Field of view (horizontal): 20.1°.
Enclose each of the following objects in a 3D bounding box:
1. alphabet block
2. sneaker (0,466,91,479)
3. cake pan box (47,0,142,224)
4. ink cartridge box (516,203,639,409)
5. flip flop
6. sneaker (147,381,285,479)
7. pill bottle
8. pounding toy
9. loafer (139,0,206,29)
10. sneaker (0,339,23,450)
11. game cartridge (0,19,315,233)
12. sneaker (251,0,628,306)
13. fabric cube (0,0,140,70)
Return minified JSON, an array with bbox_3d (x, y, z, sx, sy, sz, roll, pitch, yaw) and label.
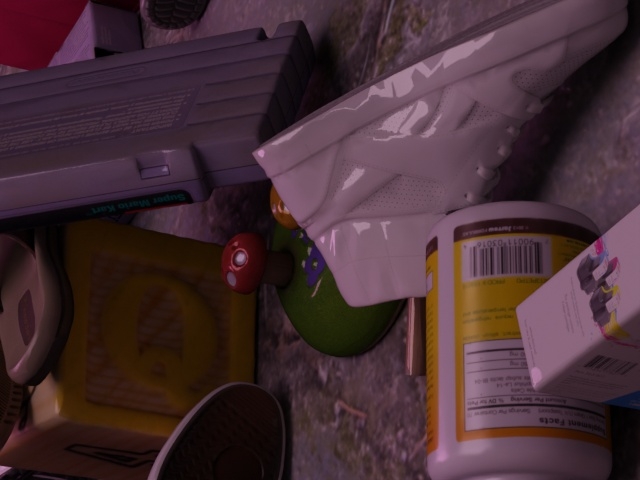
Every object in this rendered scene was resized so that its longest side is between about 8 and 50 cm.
[{"bbox_3d":[-0.185,0.107,1.645,0.197,0.193,0.192,-31,55,54],"label":"alphabet block"},{"bbox_3d":[-0.324,0.242,1.953,0.271,0.100,0.108,-33,47,54],"label":"sneaker"},{"bbox_3d":[-0.269,-0.097,2.008,0.267,0.070,0.246,-50,41,42],"label":"cake pan box"},{"bbox_3d":[0.209,0.028,1.039,0.181,0.104,0.061,-45,43,45],"label":"ink cartridge box"},{"bbox_3d":[-0.278,0.022,1.556,0.112,0.080,0.277,-62,30,25],"label":"flip flop"},{"bbox_3d":[-0.118,0.258,1.530,0.123,0.106,0.290,141,152,-71],"label":"sneaker"},{"bbox_3d":[0.126,0.091,1.155,0.117,0.117,0.215,-29,55,55],"label":"pill bottle"},{"bbox_3d":[0.000,0.000,1.430,0.237,0.110,0.183,15,93,62],"label":"pounding toy"},{"bbox_3d":[-0.135,-0.339,1.820,0.251,0.094,0.087,-64,35,25],"label":"loafer"},{"bbox_3d":[-0.344,0.138,1.617,0.153,0.099,0.282,-62,31,28],"label":"sneaker"},{"bbox_3d":[-0.192,-0.092,1.559,0.230,0.355,0.068,-76,-27,-54],"label":"game cartridge"},{"bbox_3d":[0.113,-0.058,1.268,0.292,0.108,0.169,-27,96,25],"label":"sneaker"},{"bbox_3d":[-0.353,-0.367,2.062,0.259,0.258,0.254,-35,51,52],"label":"fabric cube"}]
